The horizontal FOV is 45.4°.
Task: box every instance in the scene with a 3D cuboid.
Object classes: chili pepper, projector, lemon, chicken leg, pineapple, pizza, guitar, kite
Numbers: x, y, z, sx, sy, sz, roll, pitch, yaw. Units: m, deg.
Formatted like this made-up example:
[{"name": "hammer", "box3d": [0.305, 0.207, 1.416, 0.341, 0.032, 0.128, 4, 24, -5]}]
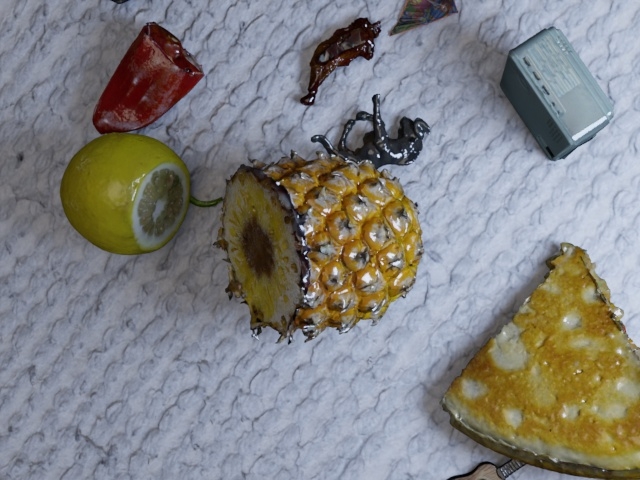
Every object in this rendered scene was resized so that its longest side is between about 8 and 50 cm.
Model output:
[{"name": "chili pepper", "box3d": [-0.240, -0.083, 1.561, 0.083, 0.017, 0.030, 13, 89, 11]}, {"name": "projector", "box3d": [0.408, -0.246, 1.327, 0.099, 0.256, 0.192, -32, 84, 8]}, {"name": "lemon", "box3d": [-0.389, -0.095, 1.482, 0.219, 0.240, 0.241, 17, 92, 23]}, {"name": "chicken leg", "box3d": [0.032, -0.359, 1.504, 0.219, 0.048, 0.089, -37, 80, 7]}, {"name": "pineapple", "box3d": [0.001, 0.003, 1.347, 0.352, 0.300, 0.353, 11, 103, 51]}, {"name": "chili pepper", "box3d": [-0.359, -0.300, 1.555, 0.144, 0.136, 0.253, 30, 109, -34]}, {"name": "pizza", "box3d": [0.454, 0.207, 1.362, 0.439, 0.130, 0.406, 6, 73, 30]}, {"name": "guitar", "box3d": [0.350, 0.424, 1.429, 0.271, 0.038, 0.084, -37, 83, 10]}, {"name": "kite", "box3d": [0.197, -0.475, 1.498, 0.159, 0.010, 0.190, 28, 92, 11]}]

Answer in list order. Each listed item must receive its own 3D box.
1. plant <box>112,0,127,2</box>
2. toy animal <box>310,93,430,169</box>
[{"name": "plant", "box3d": [-0.375, -0.574, 1.544, 0.194, 0.132, 0.129, -31, 87, 13]}, {"name": "toy animal", "box3d": [0.093, -0.179, 1.471, 0.232, 0.084, 0.148, -34, 84, 4]}]
